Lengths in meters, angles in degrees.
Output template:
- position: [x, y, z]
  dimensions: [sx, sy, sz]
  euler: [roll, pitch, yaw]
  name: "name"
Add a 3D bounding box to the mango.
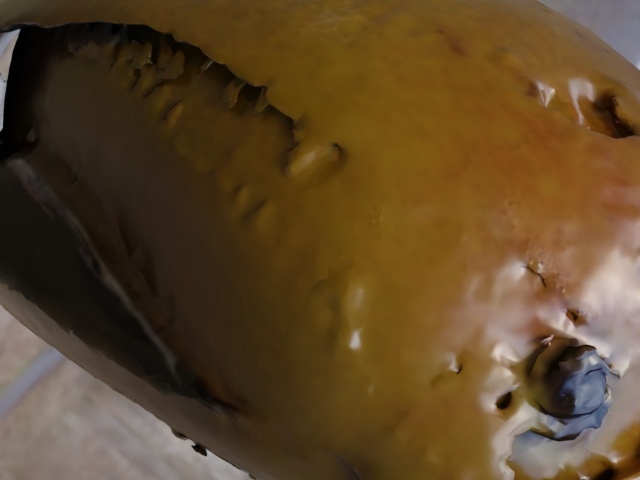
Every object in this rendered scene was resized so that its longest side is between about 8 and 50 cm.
- position: [0.000, 0.000, 0.452]
  dimensions: [0.151, 0.156, 0.249]
  euler: [-31, -147, -29]
  name: "mango"
